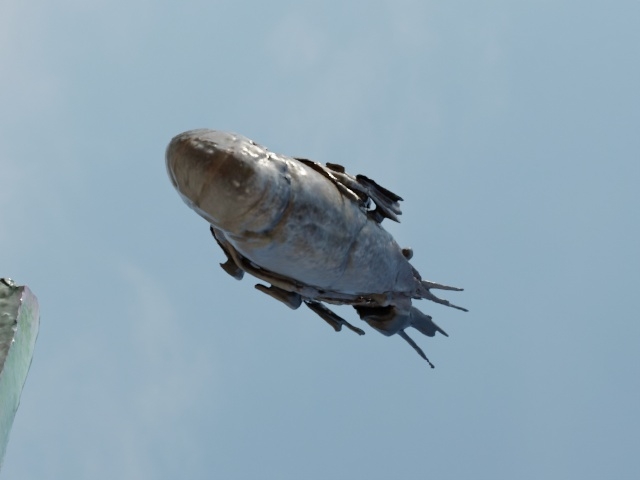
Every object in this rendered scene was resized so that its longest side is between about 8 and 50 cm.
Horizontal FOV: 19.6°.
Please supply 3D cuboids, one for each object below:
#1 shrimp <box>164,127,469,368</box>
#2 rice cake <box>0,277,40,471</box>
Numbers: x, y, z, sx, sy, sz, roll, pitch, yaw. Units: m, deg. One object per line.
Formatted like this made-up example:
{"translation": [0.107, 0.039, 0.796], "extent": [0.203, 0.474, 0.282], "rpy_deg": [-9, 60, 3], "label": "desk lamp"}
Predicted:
{"translation": [0.001, 0.005, 1.545], "extent": [0.145, 0.343, 0.116], "rpy_deg": [3, -115, 49], "label": "shrimp"}
{"translation": [-0.199, 0.099, 1.083], "extent": [0.034, 0.043, 0.211], "rpy_deg": [-5, -141, 8], "label": "rice cake"}
